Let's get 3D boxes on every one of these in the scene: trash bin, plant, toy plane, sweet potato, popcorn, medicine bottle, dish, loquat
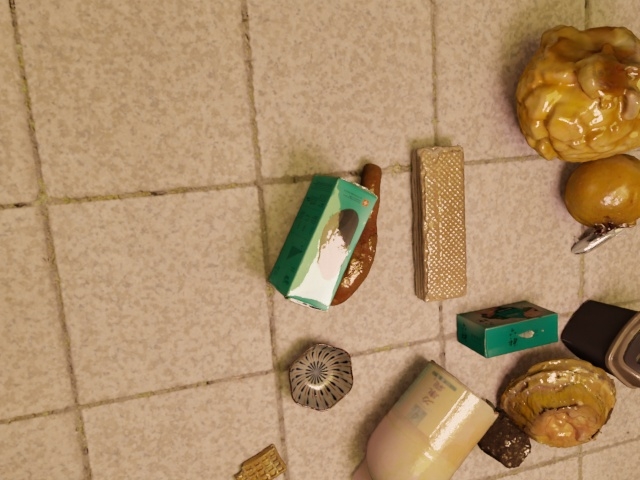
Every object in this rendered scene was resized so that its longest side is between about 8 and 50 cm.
[{"bbox_3d":[0.888,0.302,1.685,0.182,0.290,0.209,40,85,-19],"label":"trash bin"},{"bbox_3d":[0.514,0.567,1.665,0.129,0.194,0.132,-40,120,-6],"label":"plant"},{"bbox_3d":[0.845,-0.009,1.724,0.171,0.162,0.066,-23,77,20],"label":"toy plane"},{"bbox_3d":[0.103,-0.007,1.484,0.109,0.109,0.385,20,87,-20],"label":"sweet potato"},{"bbox_3d":[0.700,-0.381,1.507,0.354,0.344,0.390,-34,141,31],"label":"popcorn"},{"bbox_3d":[0.270,0.558,1.557,0.235,0.235,0.406,43,84,-19],"label":"medicine bottle"},{"bbox_3d":[-0.005,0.358,1.526,0.190,0.066,0.191,-2,98,-17],"label":"dish"},{"bbox_3d":[0.821,-0.132,1.623,0.243,0.244,0.244,-3,100,-17],"label":"loquat"}]

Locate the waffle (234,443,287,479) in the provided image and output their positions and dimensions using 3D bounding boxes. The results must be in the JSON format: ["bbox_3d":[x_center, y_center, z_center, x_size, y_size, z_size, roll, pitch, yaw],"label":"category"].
[{"bbox_3d":[-0.165,0.625,1.542,0.135,0.021,0.092,-29,108,-13],"label":"waffle"}]

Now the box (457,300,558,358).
[{"bbox_3d":[0.538,0.253,1.637,0.244,0.153,0.092,-8,101,-18],"label":"box"}]

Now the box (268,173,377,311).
[{"bbox_3d":[0.000,0.000,1.396,0.118,0.205,0.311,24,90,-17],"label":"box"}]

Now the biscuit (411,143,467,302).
[{"bbox_3d":[0.324,-0.046,1.559,0.143,0.078,0.426,-6,100,-16],"label":"biscuit"}]

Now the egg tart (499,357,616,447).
[{"bbox_3d":[0.714,0.507,1.682,0.351,0.150,0.352,3,121,4],"label":"egg tart"}]
